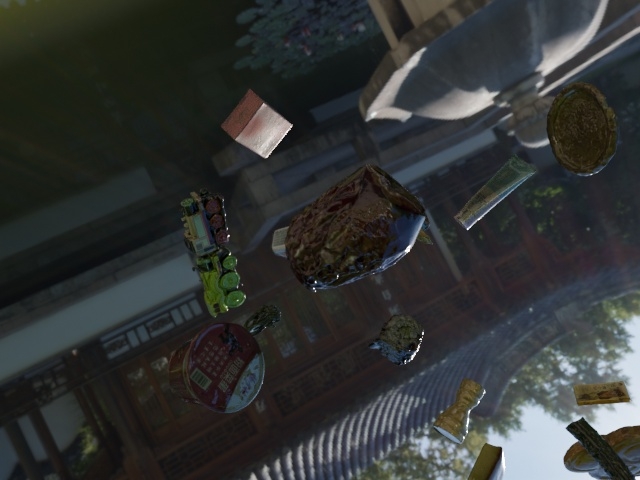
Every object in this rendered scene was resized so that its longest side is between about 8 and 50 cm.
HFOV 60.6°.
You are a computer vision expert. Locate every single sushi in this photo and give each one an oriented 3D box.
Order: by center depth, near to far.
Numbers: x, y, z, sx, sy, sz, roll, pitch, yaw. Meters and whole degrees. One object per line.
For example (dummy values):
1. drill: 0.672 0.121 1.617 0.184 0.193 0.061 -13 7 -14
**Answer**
1. sushi: 0.169 0.212 1.191 0.094 0.098 0.084 -51 162 -30

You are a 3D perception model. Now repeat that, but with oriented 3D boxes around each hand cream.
1. hand cream: 0.607 -0.168 1.922 0.312 0.111 0.070 -46 137 5

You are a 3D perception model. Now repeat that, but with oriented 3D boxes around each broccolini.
1. broccolini: -0.221 0.286 1.843 0.202 0.091 0.068 -31 165 -29

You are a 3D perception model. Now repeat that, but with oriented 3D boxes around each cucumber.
1. cucumber: 0.695 0.526 1.353 0.058 0.187 0.058 -28 150 -18

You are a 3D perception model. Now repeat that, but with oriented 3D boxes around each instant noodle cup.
1. instant noodle cup: -0.295 0.348 1.490 0.234 0.235 0.178 -25 -178 -42

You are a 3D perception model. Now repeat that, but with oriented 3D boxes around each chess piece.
1. chess piece: 0.286 0.344 1.119 0.122 0.066 0.066 -55 -172 -20

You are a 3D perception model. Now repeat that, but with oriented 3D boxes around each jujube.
1. jujube: 0.074 -0.026 1.361 0.376 0.259 0.258 -28 177 23

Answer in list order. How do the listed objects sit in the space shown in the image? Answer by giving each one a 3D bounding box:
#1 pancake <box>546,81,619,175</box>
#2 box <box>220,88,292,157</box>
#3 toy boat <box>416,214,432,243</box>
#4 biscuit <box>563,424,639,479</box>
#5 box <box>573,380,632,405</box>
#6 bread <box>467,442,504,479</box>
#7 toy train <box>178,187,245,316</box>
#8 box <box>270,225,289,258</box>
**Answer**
1. pancake: 0.551 -0.234 1.160 0.021 0.200 0.199 -16 174 -17
2. box: -0.145 -0.264 1.261 0.111 0.060 0.156 -49 154 10
3. toy boat: 0.307 -0.048 1.700 0.066 0.065 0.172 -23 -141 11
4. biscuit: 0.865 0.598 1.514 0.375 0.051 0.270 -2 133 -2
5. box: 0.837 0.456 1.630 0.148 0.020 0.073 -10 -156 18
6. bread: 0.313 0.515 1.097 0.049 0.088 0.226 10 -151 34
7. toy train: -0.192 0.023 0.974 0.085 0.250 0.053 -21 -143 -20
8. box: 0.000 0.000 1.982 0.190 0.113 0.369 25 152 -38
